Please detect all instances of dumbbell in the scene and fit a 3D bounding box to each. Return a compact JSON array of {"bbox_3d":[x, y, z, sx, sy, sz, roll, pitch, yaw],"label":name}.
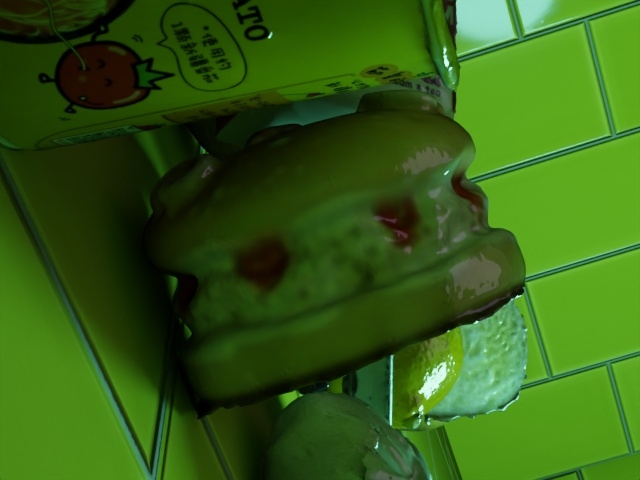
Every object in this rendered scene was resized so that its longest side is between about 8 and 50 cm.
[{"bbox_3d":[0.001,0.184,1.431,0.036,0.040,0.083,-21,95,-51],"label":"dumbbell"}]

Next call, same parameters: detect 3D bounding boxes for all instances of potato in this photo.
[{"bbox_3d":[0.127,0.133,1.904,0.237,0.301,0.288,-172,-82,-75],"label":"potato"}]

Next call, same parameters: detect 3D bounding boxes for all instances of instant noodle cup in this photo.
[{"bbox_3d":[-0.087,-0.201,0.707,0.325,0.254,0.325,-16,90,-84],"label":"instant noodle cup"}]

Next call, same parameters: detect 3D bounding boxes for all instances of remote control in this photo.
[{"bbox_3d":[0.046,0.194,1.286,0.145,0.050,0.344,-87,177,-76],"label":"remote control"}]

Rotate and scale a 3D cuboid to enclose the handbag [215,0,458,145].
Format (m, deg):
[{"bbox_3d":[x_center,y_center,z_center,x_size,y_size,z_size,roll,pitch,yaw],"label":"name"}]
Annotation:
[{"bbox_3d":[0.016,-0.219,1.099,0.151,0.171,0.298,143,-46,-59],"label":"handbag"}]

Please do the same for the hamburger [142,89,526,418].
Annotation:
[{"bbox_3d":[0.000,0.000,0.967,0.302,0.261,0.186,103,-34,-86],"label":"hamburger"}]

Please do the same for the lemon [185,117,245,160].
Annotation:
[{"bbox_3d":[-0.038,-0.160,1.241,0.192,0.231,0.192,39,-42,46],"label":"lemon"}]

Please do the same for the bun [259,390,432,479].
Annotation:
[{"bbox_3d":[0.035,0.239,1.098,0.239,0.141,0.239,-14,90,-82],"label":"bun"}]

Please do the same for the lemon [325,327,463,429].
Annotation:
[{"bbox_3d":[0.086,0.140,1.617,0.244,0.187,0.186,-93,165,-55],"label":"lemon"}]
